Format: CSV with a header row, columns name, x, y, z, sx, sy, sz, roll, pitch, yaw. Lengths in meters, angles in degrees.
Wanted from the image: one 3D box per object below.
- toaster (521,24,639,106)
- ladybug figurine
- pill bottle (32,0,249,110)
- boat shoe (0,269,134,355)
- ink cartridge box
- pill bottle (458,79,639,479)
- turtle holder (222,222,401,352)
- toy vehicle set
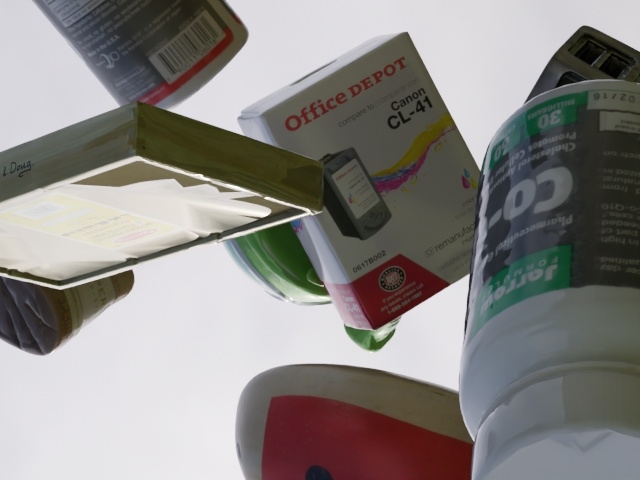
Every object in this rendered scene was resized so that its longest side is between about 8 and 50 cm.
name,x,y,z,sx,sy,sz,roll,pitch,yaw
toaster,0.312,-0.133,1.943,0.168,0.110,0.186,32,-152,9
ladybug figurine,0.085,0.283,2.207,0.305,0.449,0.162,58,-133,-45
pill bottle,-0.220,-0.276,1.916,0.283,0.161,0.161,51,-146,-14
boat shoe,-0.313,-0.002,1.659,0.110,0.341,0.121,-31,-43,-38
ink cartridge box,0.069,-0.074,2.259,0.306,0.226,0.131,62,167,-11
pill bottle,0.207,0.063,1.339,0.204,0.204,0.361,51,-150,-29
turtle holder,0.001,-0.019,2.463,0.320,0.227,0.243,27,-113,-19
toy vehicle set,-0.152,-0.024,1.223,0.166,0.267,0.035,17,-115,-46
